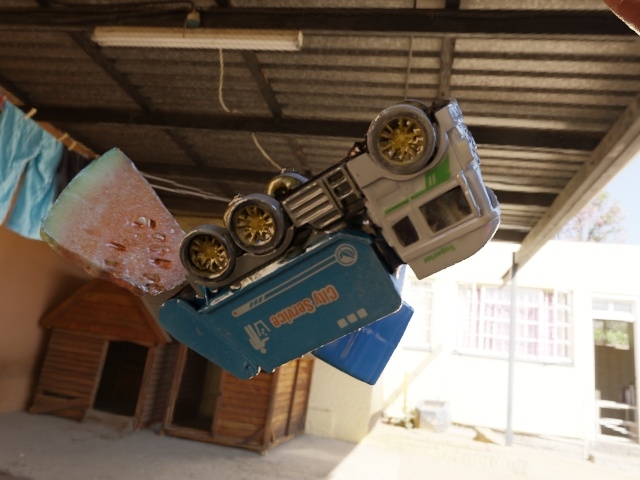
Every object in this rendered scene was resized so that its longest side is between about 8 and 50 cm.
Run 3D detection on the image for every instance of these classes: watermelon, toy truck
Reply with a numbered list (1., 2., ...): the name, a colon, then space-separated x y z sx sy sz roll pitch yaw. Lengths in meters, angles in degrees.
1. watermelon: -0.320 -0.004 0.855 0.256 0.193 0.140 38 -19 0
2. toy truck: -0.004 0.113 0.833 0.162 0.161 0.385 33 -9 -13
3. toy truck: 0.000 0.000 0.520 0.367 0.175 0.146 -30 10 21

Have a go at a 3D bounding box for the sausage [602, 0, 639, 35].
1. sausage: 0.696 -0.381 0.940 0.433 0.088 0.088 36 -16 1
